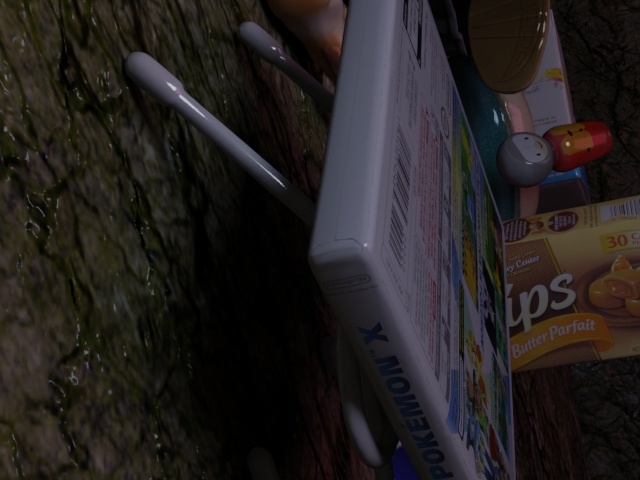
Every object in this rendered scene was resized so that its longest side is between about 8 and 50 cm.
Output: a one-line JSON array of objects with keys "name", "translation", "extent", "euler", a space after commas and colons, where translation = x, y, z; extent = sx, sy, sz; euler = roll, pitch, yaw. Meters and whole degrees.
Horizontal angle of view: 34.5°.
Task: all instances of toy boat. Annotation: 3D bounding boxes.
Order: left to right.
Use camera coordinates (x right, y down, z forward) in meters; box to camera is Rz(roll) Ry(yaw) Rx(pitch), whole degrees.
[{"name": "toy boat", "translation": [0.228, -0.121, 1.350], "extent": [0.318, 0.148, 0.268], "euler": [13, -62, 66]}]

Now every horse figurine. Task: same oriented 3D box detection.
[{"name": "horse figurine", "translation": [-0.009, -0.229, 0.909], "extent": [0.263, 0.066, 0.175], "euler": [57, 22, -56]}]

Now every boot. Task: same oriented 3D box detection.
[{"name": "boot", "translation": [0.237, -0.280, 1.270], "extent": [0.203, 0.095, 0.262], "euler": [36, 48, -70]}]

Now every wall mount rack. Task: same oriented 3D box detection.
[{"name": "wall mount rack", "translation": [0.000, 0.000, 0.712], "extent": [0.350, 0.130, 0.304], "euler": [-50, 130, -68]}]

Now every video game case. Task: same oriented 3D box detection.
[{"name": "video game case", "translation": [0.074, -0.001, 0.675], "extent": [0.329, 0.036, 0.300], "euler": [-82, 154, -47]}]

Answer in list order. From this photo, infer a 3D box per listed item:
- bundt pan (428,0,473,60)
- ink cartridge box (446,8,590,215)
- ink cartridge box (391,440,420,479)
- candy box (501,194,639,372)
[{"name": "bundt pan", "translation": [0.107, -0.370, 1.226], "extent": [0.331, 0.124, 0.331], "euler": [-5, 90, -73]}, {"name": "ink cartridge box", "translation": [0.297, -0.185, 1.618], "extent": [0.197, 0.198, 0.270], "euler": [30, 52, -68]}, {"name": "ink cartridge box", "translation": [0.112, 0.133, 1.080], "extent": [0.176, 0.069, 0.371], "euler": [56, 31, -52]}, {"name": "candy box", "translation": [0.307, 0.060, 1.300], "extent": [0.087, 0.316, 0.183], "euler": [-60, 136, -62]}]
